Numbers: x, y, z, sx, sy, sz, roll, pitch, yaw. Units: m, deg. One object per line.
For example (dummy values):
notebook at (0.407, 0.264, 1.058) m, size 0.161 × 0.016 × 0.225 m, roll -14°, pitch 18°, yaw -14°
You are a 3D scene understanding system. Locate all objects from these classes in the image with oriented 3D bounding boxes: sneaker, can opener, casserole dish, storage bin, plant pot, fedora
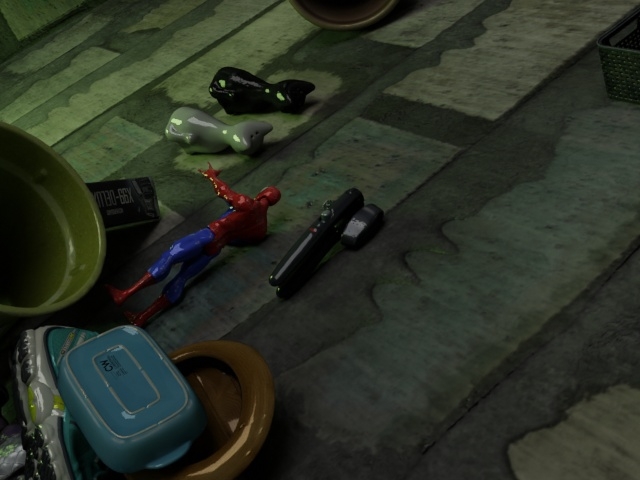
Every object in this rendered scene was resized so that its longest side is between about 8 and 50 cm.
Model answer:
sneaker at (-0.254, 0.207, 0.843) m, size 0.110 × 0.107 × 0.275 m, roll 0°, pitch 54°, yaw -31°
can opener at (0.000, 0.000, 1.043) m, size 0.186 × 0.059 × 0.073 m, roll -41°, pitch 36°, yaw -22°
casserole dish at (-0.193, 0.149, 0.798) m, size 0.114 × 0.037 × 0.188 m, roll -25°, pitch 45°, yaw -27°
storage bin at (0.468, -0.238, 1.031) m, size 0.122 × 0.084 × 0.180 m, roll -37°, pitch 35°, yaw -16°
plant pot at (-0.467, 0.022, 1.035) m, size 0.254 × 0.276 × 0.276 m, roll -34°, pitch 25°, yaw 34°
fedora at (-0.122, 0.196, 0.836) m, size 0.194 × 0.079 × 0.194 m, roll -14°, pitch 43°, yaw 13°
plant pot at (0.054, -0.582, 1.673) m, size 0.263 × 0.263 × 0.229 m, roll -19°, pitch 17°, yaw 11°

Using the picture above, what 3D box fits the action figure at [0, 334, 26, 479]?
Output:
action figure at (-0.370, 0.227, 0.950) m, size 0.185 × 0.099 × 0.285 m, roll -25°, pitch 36°, yaw -15°

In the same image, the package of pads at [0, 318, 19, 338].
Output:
package of pads at (-0.609, 0.148, 1.216) m, size 0.229 × 0.101 × 0.296 m, roll 2°, pitch 43°, yaw 38°

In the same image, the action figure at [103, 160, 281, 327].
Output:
action figure at (-0.187, -0.007, 1.147) m, size 0.280 × 0.091 × 0.139 m, roll -36°, pitch 43°, yaw -14°

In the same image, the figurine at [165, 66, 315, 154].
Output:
figurine at (-0.142, -0.229, 1.439) m, size 0.209 × 0.092 × 0.215 m, roll 11°, pitch 49°, yaw 37°

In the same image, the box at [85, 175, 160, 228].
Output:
box at (-0.453, -0.037, 1.272) m, size 0.307 × 0.076 × 0.242 m, roll -8°, pitch 5°, yaw 21°
